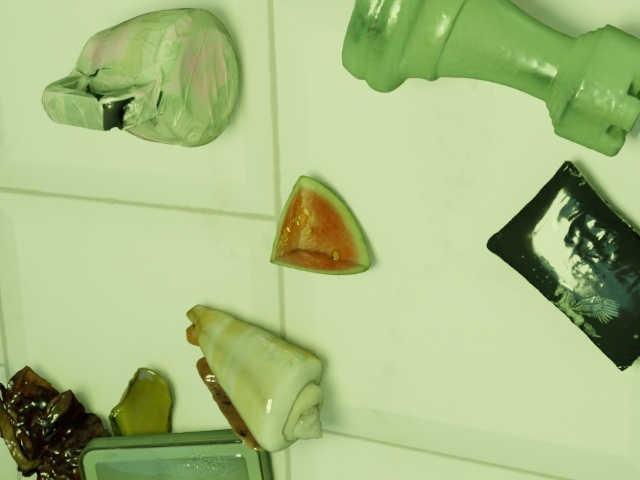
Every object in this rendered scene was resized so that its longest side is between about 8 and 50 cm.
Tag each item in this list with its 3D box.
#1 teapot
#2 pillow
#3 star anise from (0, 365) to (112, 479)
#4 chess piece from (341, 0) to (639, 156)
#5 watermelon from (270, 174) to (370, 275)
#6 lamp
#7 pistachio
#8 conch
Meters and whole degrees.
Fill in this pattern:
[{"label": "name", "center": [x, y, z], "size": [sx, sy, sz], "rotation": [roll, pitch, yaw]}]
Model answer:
[{"label": "teapot", "center": [-0.217, -0.177, 1.316], "size": [0.178, 0.221, 0.163], "rotation": [5, 142, 32]}, {"label": "pillow", "center": [0.298, 0.030, 1.185], "size": [0.208, 0.055, 0.141], "rotation": [45, 114, 10]}, {"label": "star anise", "center": [-0.403, 0.299, 1.605], "size": [0.220, 0.126, 0.190], "rotation": [13, 134, 28]}, {"label": "chess piece", "center": [0.191, -0.199, 1.114], "size": [0.299, 0.194, 0.194], "rotation": [27, 116, 10]}, {"label": "watermelon", "center": [0.000, 0.000, 1.317], "size": [0.135, 0.094, 0.125], "rotation": [27, 108, 14]}, {"label": "lamp", "center": [-0.191, 0.396, 1.517], "size": [0.267, 0.047, 0.269], "rotation": [-5, 104, 9]}, {"label": "pistachio", "center": [-0.257, 0.250, 1.555], "size": [0.090, 0.049, 0.172], "rotation": [12, 110, 1]}, {"label": "conch", "center": [-0.074, 0.169, 1.410], "size": [0.255, 0.127, 0.158], "rotation": [52, 155, 31]}]
